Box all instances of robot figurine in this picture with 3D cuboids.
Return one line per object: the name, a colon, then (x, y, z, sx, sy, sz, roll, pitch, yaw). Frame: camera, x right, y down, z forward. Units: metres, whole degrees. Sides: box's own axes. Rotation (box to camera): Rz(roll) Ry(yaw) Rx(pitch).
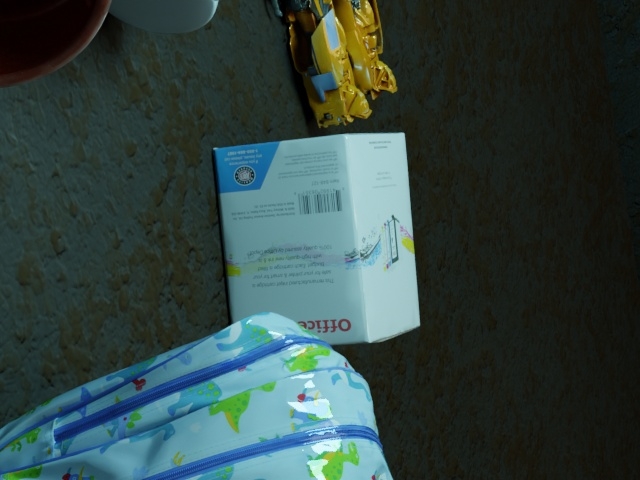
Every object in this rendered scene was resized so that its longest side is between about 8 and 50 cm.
robot figurine: (0.013, -0.301, 2.034, 0.211, 0.085, 0.291, -48, 128, -58)

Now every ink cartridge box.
ink cartridge box: (0.000, 0.000, 1.859, 0.168, 0.171, 0.232, -10, 95, -64)

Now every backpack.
backpack: (-0.115, 0.215, 1.374, 0.290, 0.356, 0.273, 38, 44, -58)

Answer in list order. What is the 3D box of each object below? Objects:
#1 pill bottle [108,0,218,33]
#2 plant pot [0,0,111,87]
pill bottle: (-0.135, -0.362, 1.638, 0.169, 0.169, 0.301, 51, 42, -50)
plant pot: (-0.266, -0.305, 1.280, 0.265, 0.272, 0.272, -80, 152, -46)
